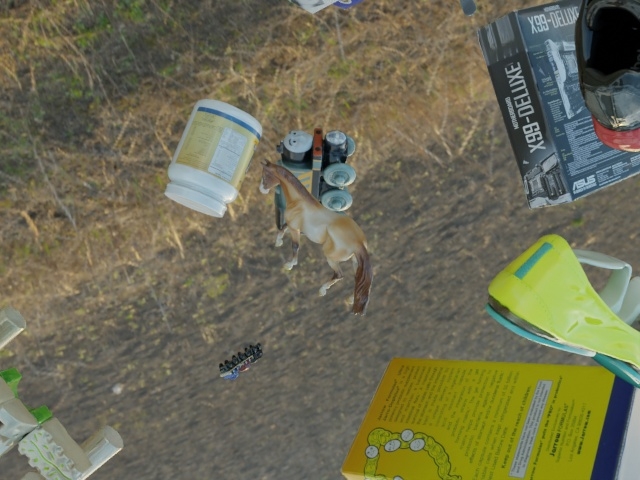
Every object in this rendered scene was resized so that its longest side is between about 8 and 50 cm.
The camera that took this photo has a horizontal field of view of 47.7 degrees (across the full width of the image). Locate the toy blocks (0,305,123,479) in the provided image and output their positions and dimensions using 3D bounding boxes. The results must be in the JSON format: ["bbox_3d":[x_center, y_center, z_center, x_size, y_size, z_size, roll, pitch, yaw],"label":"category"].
[{"bbox_3d":[-0.467,0.272,0.898,0.260,0.288,0.309,-39,179,4],"label":"toy blocks"}]

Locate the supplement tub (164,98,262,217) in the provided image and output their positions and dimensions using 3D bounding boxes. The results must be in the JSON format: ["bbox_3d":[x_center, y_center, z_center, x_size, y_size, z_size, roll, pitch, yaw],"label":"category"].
[{"bbox_3d":[-0.212,-0.160,1.423,0.144,0.144,0.199,32,77,-53],"label":"supplement tub"}]

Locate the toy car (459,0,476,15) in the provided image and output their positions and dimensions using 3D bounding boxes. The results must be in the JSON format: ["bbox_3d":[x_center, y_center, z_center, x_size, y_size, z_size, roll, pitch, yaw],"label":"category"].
[{"bbox_3d":[0.303,-0.567,1.560,0.155,0.188,0.149,-40,157,3],"label":"toy car"}]

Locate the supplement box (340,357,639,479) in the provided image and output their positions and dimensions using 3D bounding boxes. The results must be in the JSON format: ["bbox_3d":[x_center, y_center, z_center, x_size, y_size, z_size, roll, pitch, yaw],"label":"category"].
[{"bbox_3d":[0.243,0.292,0.945,0.357,0.195,0.194,-6,131,41],"label":"supplement box"}]

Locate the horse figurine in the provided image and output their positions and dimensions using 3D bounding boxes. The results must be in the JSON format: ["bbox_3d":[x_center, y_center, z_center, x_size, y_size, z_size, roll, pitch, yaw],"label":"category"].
[{"bbox_3d":[0.000,0.000,1.140,0.066,0.263,0.174,-27,144,-39],"label":"horse figurine"}]

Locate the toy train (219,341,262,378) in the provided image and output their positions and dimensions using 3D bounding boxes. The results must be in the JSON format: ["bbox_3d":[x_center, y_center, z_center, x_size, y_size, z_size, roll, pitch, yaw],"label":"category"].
[{"bbox_3d":[-0.149,0.230,1.371,0.027,0.036,0.158,-19,-179,21],"label":"toy train"}]

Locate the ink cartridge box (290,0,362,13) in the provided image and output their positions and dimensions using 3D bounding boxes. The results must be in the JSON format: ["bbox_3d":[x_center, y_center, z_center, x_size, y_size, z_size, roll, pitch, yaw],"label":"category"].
[{"bbox_3d":[0.003,-0.476,1.310,0.224,0.223,0.045,19,83,-27],"label":"ink cartridge box"}]

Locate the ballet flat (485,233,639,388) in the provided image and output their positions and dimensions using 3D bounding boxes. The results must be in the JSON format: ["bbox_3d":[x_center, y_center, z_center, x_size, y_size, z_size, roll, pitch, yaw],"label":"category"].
[{"bbox_3d":[0.207,0.054,0.526,0.231,0.077,0.077,25,98,-40],"label":"ballet flat"}]

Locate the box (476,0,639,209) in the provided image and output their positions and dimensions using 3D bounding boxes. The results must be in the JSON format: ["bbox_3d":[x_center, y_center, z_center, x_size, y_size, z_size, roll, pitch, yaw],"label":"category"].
[{"bbox_3d":[0.374,-0.202,0.960,0.307,0.242,0.076,-21,-176,-27],"label":"box"}]

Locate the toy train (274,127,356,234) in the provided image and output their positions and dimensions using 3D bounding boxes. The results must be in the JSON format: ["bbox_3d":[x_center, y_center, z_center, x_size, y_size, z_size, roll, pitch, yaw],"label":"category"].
[{"bbox_3d":[-0.017,-0.137,1.768,0.190,0.142,0.334,2,143,-2],"label":"toy train"}]

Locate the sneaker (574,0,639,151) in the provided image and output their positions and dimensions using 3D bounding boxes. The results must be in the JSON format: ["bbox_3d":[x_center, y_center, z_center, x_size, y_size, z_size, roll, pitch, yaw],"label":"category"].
[{"bbox_3d":[0.313,-0.230,0.682,0.135,0.098,0.276,25,82,-46],"label":"sneaker"}]
